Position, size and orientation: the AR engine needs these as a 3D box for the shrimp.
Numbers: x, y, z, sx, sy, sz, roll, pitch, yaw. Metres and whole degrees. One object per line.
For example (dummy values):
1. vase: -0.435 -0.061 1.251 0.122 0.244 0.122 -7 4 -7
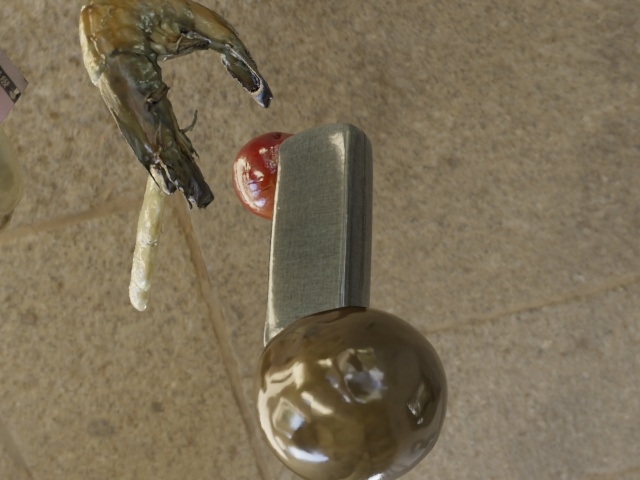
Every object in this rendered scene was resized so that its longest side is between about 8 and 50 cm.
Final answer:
1. shrimp: -0.111 -0.129 0.664 0.150 0.217 0.051 -15 165 -35

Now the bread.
1. bread: -0.272 -0.012 1.266 0.039 0.182 0.251 10 104 -10

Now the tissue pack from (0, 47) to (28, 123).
1. tissue pack: -0.293 -0.122 0.426 0.092 0.149 0.246 -7 137 24

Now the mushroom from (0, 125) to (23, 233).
1. mushroom: -0.704 -0.138 1.398 0.315 0.356 0.315 -35 156 -18

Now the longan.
1. longan: 0.025 0.139 0.718 0.167 0.187 0.167 -21 120 -41

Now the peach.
1. peach: -0.091 -0.126 1.587 0.197 0.197 0.197 -5 121 -8

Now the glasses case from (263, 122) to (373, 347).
1. glasses case: 0.000 0.000 1.045 0.131 0.323 0.074 -10 155 29
